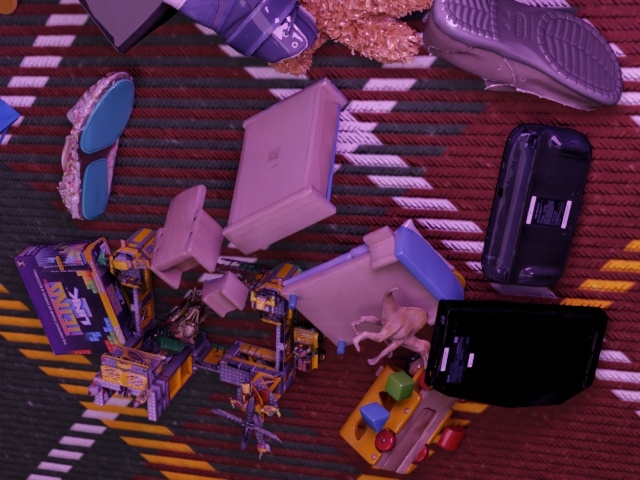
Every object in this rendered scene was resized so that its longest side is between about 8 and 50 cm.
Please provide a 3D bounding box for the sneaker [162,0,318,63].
[{"bbox_3d":[-0.045,-0.296,1.521,0.163,0.086,0.226,37,124,-10],"label":"sneaker"}]

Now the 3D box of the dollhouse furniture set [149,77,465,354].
[{"bbox_3d":[0.000,0.000,1.795,0.286,0.198,0.303,-24,129,31],"label":"dollhouse furniture set"}]

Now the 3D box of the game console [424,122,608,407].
[{"bbox_3d":[0.257,0.037,1.697,0.213,0.044,0.361,4,111,-16],"label":"game console"}]

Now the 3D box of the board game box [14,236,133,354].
[{"bbox_3d":[-0.352,0.084,2.056,0.141,0.048,0.170,-7,115,27],"label":"board game box"}]

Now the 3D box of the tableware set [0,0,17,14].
[{"bbox_3d":[-0.447,-0.337,1.867,0.104,0.024,0.154,43,126,-8],"label":"tableware set"}]

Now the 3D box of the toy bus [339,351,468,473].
[{"bbox_3d":[0.115,0.209,1.870,0.104,0.202,0.191,40,143,38],"label":"toy bus"}]

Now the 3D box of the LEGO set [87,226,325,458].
[{"bbox_3d":[-0.177,0.139,1.914,0.331,0.192,0.255,20,125,13],"label":"LEGO set"}]

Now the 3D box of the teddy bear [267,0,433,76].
[{"bbox_3d":[0.038,-0.307,1.598,0.338,0.113,0.245,-1,116,26],"label":"teddy bear"}]

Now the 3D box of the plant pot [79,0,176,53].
[{"bbox_3d":[-0.200,-0.358,1.646,0.167,0.187,0.188,-31,102,23],"label":"plant pot"}]

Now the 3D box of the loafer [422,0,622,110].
[{"bbox_3d":[0.221,-0.208,1.557,0.251,0.094,0.087,22,151,-18],"label":"loafer"}]

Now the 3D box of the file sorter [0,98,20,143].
[{"bbox_3d":[-0.530,-0.169,1.948,0.170,0.118,0.104,38,131,0],"label":"file sorter"}]

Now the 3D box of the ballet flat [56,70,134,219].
[{"bbox_3d":[-0.313,-0.134,1.889,0.077,0.091,0.241,39,127,28],"label":"ballet flat"}]

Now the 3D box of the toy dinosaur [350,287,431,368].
[{"bbox_3d":[0.084,0.102,1.723,0.092,0.053,0.183,-23,139,9],"label":"toy dinosaur"}]
